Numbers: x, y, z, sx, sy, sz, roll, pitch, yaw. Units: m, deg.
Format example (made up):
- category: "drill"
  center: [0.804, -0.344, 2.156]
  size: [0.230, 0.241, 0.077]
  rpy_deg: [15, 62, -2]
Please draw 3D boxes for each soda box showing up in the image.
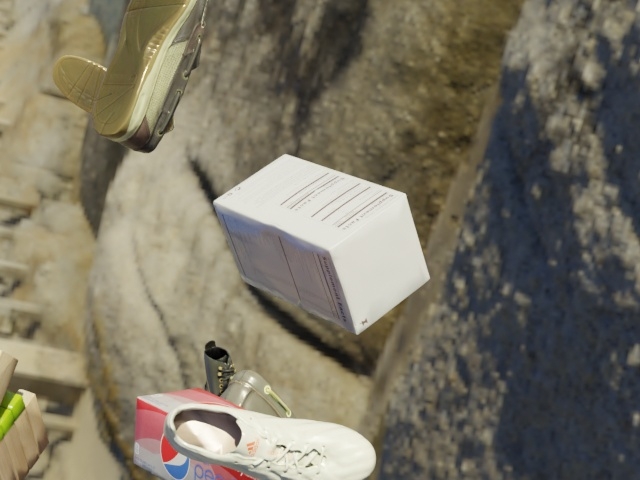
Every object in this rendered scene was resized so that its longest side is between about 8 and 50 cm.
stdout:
- category: "soda box"
  center: [-0.098, 0.237, 1.409]
  size: [0.263, 0.092, 0.083]
  rpy_deg: [14, 103, 48]

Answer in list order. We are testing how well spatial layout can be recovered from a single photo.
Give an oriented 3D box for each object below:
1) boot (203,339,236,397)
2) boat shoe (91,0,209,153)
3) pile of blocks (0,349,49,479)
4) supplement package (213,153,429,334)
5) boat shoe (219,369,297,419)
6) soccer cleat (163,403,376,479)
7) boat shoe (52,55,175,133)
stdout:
- category: "boot"
  center: [-0.143, 0.261, 2.088]
  size: [0.198, 0.077, 0.137]
  rpy_deg: [29, 125, 48]
- category: "boat shoe"
  center: [-0.158, -0.194, 1.307]
  size: [0.080, 0.073, 0.223]
  rpy_deg: [12, 74, 37]
- category: "pile of blocks"
  center: [-0.394, 0.157, 1.273]
  size: [0.362, 0.113, 0.149]
  rpy_deg: [63, -136, -64]
- category: "supplement package"
  center: [0.000, 0.000, 1.661]
  size: [0.244, 0.134, 0.139]
  rpy_deg: [22, 140, 47]
- category: "boat shoe"
  center: [-0.060, 0.265, 1.720]
  size: [0.091, 0.109, 0.305]
  rpy_deg: [-63, -29, -17]
- category: "soccer cleat"
  center: [-0.047, 0.187, 1.168]
  size: [0.076, 0.196, 0.068]
  rpy_deg: [87, -167, -75]
- category: "boat shoe"
  center: [-0.241, -0.167, 1.511]
  size: [0.048, 0.153, 0.056]
  rpy_deg: [-107, 41, -88]
